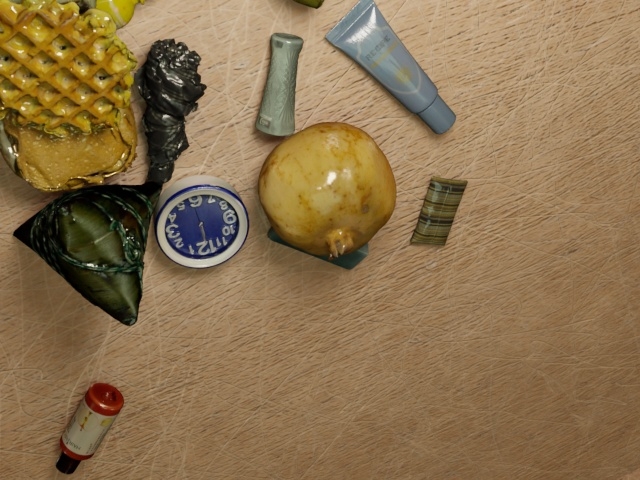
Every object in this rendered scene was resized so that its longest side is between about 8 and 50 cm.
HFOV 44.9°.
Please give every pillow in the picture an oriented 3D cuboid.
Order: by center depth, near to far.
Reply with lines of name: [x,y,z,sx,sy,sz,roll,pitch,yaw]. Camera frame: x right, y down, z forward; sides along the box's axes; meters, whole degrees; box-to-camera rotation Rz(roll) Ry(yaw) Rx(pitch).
pillow: [0.323,-0.077,2.106,0.113,0.038,0.204,5,118,-20]

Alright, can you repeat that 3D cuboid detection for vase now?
vase: [-0.090,-0.360,1.775,0.096,0.096,0.220,1,117,-18]

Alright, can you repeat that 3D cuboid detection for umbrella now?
umbrella: [-0.328,-0.282,1.733,0.154,0.128,0.337,0,127,0]

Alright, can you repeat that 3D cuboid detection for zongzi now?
zongzi: [-0.548,-0.003,1.714,0.362,0.383,0.319,-15,119,6]

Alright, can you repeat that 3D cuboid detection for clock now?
clock: [-0.294,-0.046,1.905,0.230,0.083,0.231,-10,124,-15]

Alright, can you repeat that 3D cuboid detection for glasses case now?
glasses case: [0.000,0.000,2.040,0.266,0.056,0.105,21,111,-27]

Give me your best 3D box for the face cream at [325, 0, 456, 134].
face cream: [0.185,-0.400,1.844,0.135,0.086,0.385,-44,118,10]

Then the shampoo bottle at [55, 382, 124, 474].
shampoo bottle: [-0.643,0.525,2.120,0.104,0.104,0.278,23,111,-28]

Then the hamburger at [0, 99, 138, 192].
hamburger: [-0.545,-0.251,1.651,0.318,0.158,0.319,-8,121,-14]

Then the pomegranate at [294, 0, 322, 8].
pomegranate: [-0.015,-0.614,1.592,0.159,0.190,0.241,31,110,-5]

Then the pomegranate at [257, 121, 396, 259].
pomegranate: [0.023,-0.101,1.819,0.342,0.342,0.343,-8,122,-13]

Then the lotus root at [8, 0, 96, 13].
lotus root: [-0.569,-0.527,1.451,0.260,0.149,0.267,-11,85,0]

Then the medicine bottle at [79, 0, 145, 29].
medicine bottle: [-0.426,-0.489,1.567,0.212,0.122,0.122,-25,124,-2]

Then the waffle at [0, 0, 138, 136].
waffle: [-0.497,-0.321,1.449,0.301,0.068,0.325,1,140,-13]
